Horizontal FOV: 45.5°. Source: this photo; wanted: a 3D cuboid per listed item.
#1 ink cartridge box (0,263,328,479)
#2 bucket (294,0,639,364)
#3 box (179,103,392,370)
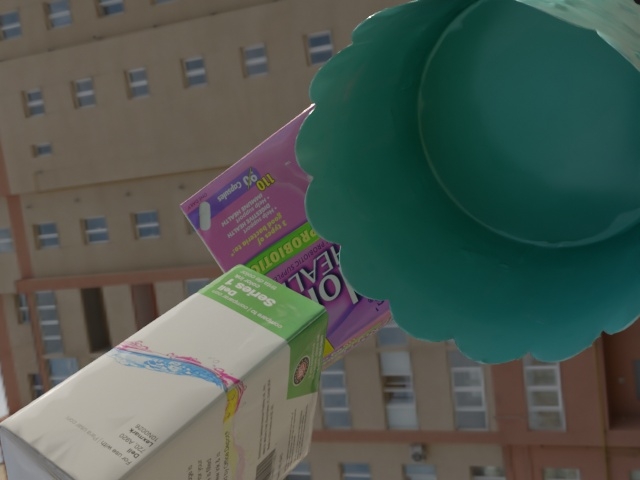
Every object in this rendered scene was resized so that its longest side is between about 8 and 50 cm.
[{"bbox_3d":[-0.125,0.179,0.680,0.278,0.117,0.201,-35,-38,-45],"label":"ink cartridge box"},{"bbox_3d":[0.143,-0.064,0.579,0.183,0.281,0.281,-36,-60,-50],"label":"bucket"},{"bbox_3d":[0.000,0.000,0.888,0.243,0.214,0.117,55,-176,12],"label":"box"}]
